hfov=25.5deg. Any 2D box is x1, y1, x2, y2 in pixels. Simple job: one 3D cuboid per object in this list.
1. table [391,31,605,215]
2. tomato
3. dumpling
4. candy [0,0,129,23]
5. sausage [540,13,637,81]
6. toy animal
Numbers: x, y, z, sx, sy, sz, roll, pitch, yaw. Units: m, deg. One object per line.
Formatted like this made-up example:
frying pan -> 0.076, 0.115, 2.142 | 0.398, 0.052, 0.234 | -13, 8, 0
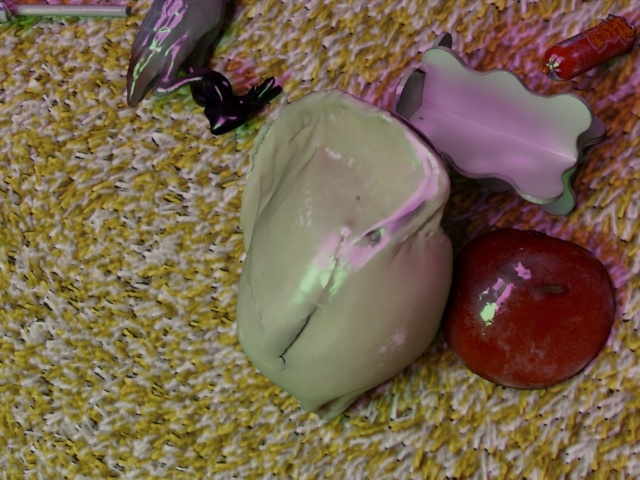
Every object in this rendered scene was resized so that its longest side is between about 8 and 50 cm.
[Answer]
table -> 0.192, -0.115, 1.521 | 0.198, 0.166, 0.166 | 23, 92, 20
tomato -> 0.208, 0.070, 1.507 | 0.189, 0.099, 0.173 | 18, 88, 26
dumpling -> 0.000, 0.000, 1.526 | 0.315, 0.233, 0.395 | 53, 142, 25
candy -> -0.424, -0.306, 1.894 | 0.365, 0.124, 0.124 | 4, 83, 16
sausage -> 0.276, -0.201, 1.496 | 0.048, 0.145, 0.050 | -19, 96, 51
toy animal -> -0.155, -0.280, 1.750 | 0.195, 0.090, 0.324 | -7, 81, 11
